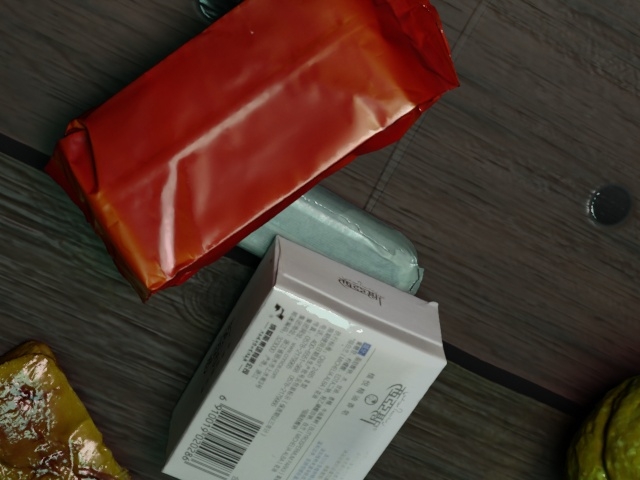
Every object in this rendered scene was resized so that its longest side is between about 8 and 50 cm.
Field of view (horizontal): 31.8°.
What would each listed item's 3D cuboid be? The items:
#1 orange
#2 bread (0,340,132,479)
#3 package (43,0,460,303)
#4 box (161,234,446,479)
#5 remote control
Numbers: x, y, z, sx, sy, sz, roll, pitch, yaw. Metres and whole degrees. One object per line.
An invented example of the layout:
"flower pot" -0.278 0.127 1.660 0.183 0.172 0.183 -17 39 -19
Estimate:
"orange" 0.427 0.259 1.260 0.301 0.223 0.300 4 150 8
"bread" -0.294 0.247 1.254 0.139 0.077 0.271 -26 108 -2
"package" -0.065 -0.121 1.107 0.423 0.123 0.196 -33 88 4
"box" -0.021 0.160 1.216 0.203 0.116 0.274 24 116 -14
"remote control" 0.000 0.000 1.223 0.247 0.052 0.104 28 107 -18
